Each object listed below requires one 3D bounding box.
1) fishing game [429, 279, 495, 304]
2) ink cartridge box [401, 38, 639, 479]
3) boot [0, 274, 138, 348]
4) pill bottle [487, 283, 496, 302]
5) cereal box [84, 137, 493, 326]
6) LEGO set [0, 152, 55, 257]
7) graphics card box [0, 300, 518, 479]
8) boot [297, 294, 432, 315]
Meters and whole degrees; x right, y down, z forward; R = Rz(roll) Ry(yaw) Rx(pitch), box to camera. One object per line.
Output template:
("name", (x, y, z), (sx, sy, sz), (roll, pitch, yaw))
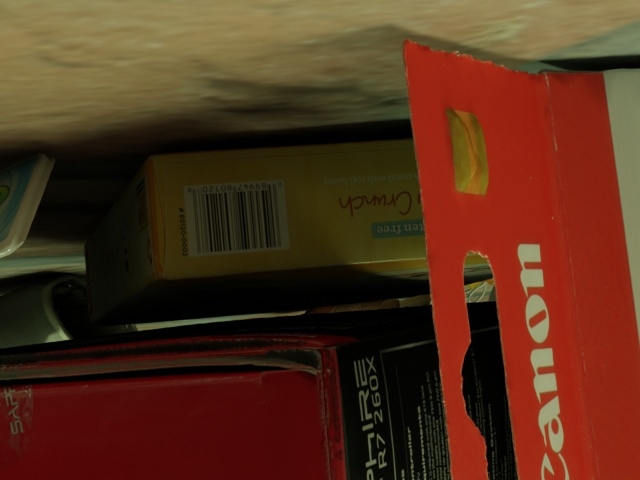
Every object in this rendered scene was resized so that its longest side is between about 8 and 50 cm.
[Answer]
("fishing game", (0.125, 0.030, 1.085), (0.264, 0.041, 0.189), (-7, 177, -5))
("ink cartridge box", (0.110, 0.035, 0.434), (0.056, 0.180, 0.225), (-10, 173, 32))
("boot", (-0.235, 0.068, 0.854), (0.209, 0.076, 0.190), (-11, 166, 26))
("pill bottle", (0.177, 0.052, 0.802), (0.121, 0.121, 0.216), (-5, -175, -20))
("cereal box", (0.000, 0.000, 0.602), (0.173, 0.047, 0.240), (-5, 175, -15))
("LEGO set", (-0.207, 0.052, 0.432), (0.244, 0.060, 0.182), (-21, -147, 22))
("graphics card box", (-0.035, 0.079, 0.617), (0.233, 0.094, 0.371), (-6, 179, 20))
("boot", (0.034, 0.094, 1.439), (0.152, 0.072, 0.197), (-12, 160, 29))
